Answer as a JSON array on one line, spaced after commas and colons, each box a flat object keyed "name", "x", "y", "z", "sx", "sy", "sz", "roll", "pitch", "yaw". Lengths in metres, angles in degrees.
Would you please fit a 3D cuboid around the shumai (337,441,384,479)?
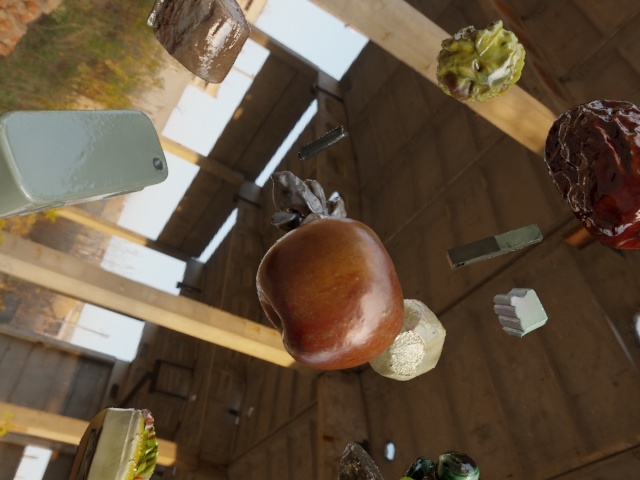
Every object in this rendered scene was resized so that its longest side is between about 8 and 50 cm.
[{"name": "shumai", "x": 0.093, "y": 0.717, "z": 1.475, "sx": 0.175, "sy": 0.166, "sz": 0.206, "roll": -30, "pitch": -108, "yaw": -1}]

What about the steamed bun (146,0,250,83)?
[{"name": "steamed bun", "x": -0.209, "y": -0.370, "z": 0.856, "sx": 0.145, "sy": 0.175, "sz": 0.106, "roll": -50, "pitch": 166, "yaw": 26}]

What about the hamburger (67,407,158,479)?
[{"name": "hamburger", "x": -0.385, "y": 0.417, "z": 0.937, "sx": 0.173, "sy": 0.116, "sz": 0.210, "roll": -29, "pitch": -136, "yaw": 41}]

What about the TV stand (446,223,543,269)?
[{"name": "TV stand", "x": 0.477, "y": 0.017, "z": 1.388, "sx": 0.040, "sy": 0.256, "sz": 0.049, "roll": 71, "pitch": 1, "yaw": -63}]

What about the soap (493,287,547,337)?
[{"name": "soap", "x": 0.652, "y": 0.234, "z": 1.663, "sx": 0.091, "sy": 0.145, "sz": 0.230, "roll": -22, "pitch": 175, "yaw": 2}]

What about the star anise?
[{"name": "star anise", "x": 0.000, "y": 0.000, "z": 1.126, "sx": 0.139, "sy": 0.360, "sz": 0.316, "roll": -14, "pitch": -156, "yaw": 42}]

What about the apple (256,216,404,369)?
[{"name": "apple", "x": 0.011, "y": 0.088, "z": 0.827, "sx": 0.253, "sy": 0.253, "sz": 0.254, "roll": -46, "pitch": -150, "yaw": 37}]

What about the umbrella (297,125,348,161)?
[{"name": "umbrella", "x": 0.003, "y": -0.231, "z": 1.202, "sx": 0.133, "sy": 0.036, "sz": 0.031, "roll": -27, "pitch": 171, "yaw": 14}]

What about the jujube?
[{"name": "jujube", "x": 0.711, "y": -0.168, "z": 1.218, "sx": 0.276, "sy": 0.276, "sz": 0.377, "roll": -39, "pitch": -135, "yaw": 45}]

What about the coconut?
[{"name": "coconut", "x": 0.200, "y": 0.229, "z": 1.185, "sx": 0.194, "sy": 0.194, "sz": 0.194, "roll": -46, "pitch": -150, "yaw": 37}]

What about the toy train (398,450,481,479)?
[{"name": "toy train", "x": 0.148, "y": 0.559, "z": 0.782, "sx": 0.179, "sy": 0.272, "sz": 0.443, "roll": 14, "pitch": -78, "yaw": 35}]

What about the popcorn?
[{"name": "popcorn", "x": 0.398, "y": -0.451, "z": 1.272, "sx": 0.217, "sy": 0.189, "sz": 0.169, "roll": -13, "pitch": -147, "yaw": 26}]

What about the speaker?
[{"name": "speaker", "x": -0.529, "y": -0.161, "z": 1.067, "sx": 0.184, "sy": 0.184, "sz": 0.406, "roll": -14, "pitch": -172, "yaw": 24}]
